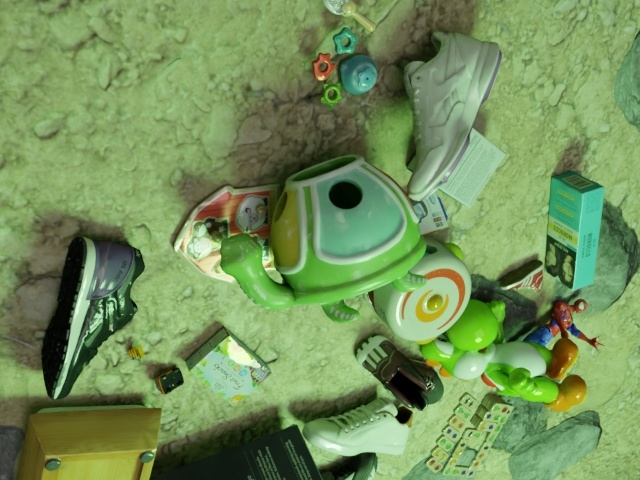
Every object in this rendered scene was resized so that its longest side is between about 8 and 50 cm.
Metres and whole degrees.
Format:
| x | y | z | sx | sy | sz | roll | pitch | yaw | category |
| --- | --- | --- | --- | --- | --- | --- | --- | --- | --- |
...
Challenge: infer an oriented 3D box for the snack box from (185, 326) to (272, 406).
| x | y | z | sx | sy | sz | roll | pitch | yaw | category |
| --- | --- | --- | --- | --- | --- | --- | --- | --- | --- |
| -0.172 | 0.241 | 1.298 | 0.100 | 0.037 | 0.141 | -42 | 127 | -1 | snack box |

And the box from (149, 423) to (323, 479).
| x | y | z | sx | sy | sz | roll | pitch | yaw | category |
| --- | --- | --- | --- | --- | --- | --- | --- | --- | --- |
| -0.127 | 0.579 | 1.295 | 0.312 | 0.343 | 0.179 | -13 | 139 | -21 | box |

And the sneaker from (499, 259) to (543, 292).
| x | y | z | sx | sy | sz | roll | pitch | yaw | category |
| --- | --- | --- | --- | --- | --- | --- | --- | --- | --- |
| 0.458 | 0.098 | 1.550 | 0.118 | 0.042 | 0.067 | -27 | 121 | -16 | sneaker |

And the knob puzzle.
| x | y | z | sx | sy | sz | roll | pitch | yaw | category |
| --- | --- | --- | --- | --- | --- | --- | --- | --- | --- |
| -0.155 | -0.003 | 1.183 | 0.213 | 0.030 | 0.213 | -12 | 121 | -22 | knob puzzle |

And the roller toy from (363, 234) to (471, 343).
| x | y | z | sx | sy | sz | roll | pitch | yaw | category |
| --- | --- | --- | --- | --- | --- | --- | --- | --- | --- |
| 0.189 | 0.094 | 1.341 | 0.191 | 0.146 | 0.209 | 19 | 106 | -33 | roller toy |

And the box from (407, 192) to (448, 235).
| x | y | z | sx | sy | sz | roll | pitch | yaw | category |
| --- | --- | --- | --- | --- | --- | --- | --- | --- | --- |
| 0.183 | -0.047 | 1.311 | 0.136 | 0.028 | 0.081 | -18 | 82 | -17 | box |

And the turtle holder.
| x | y | z | sx | sy | sz | roll | pitch | yaw | category |
| --- | --- | --- | --- | --- | --- | --- | --- | --- | --- |
| 0.008 | -0.008 | 1.163 | 0.320 | 0.243 | 0.228 | -15 | 107 | 12 | turtle holder |

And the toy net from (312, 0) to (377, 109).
| x | y | z | sx | sy | sz | roll | pitch | yaw | category |
| --- | --- | --- | --- | --- | --- | --- | --- | --- | --- |
| 0.030 | -0.335 | 1.097 | 0.122 | 0.045 | 0.232 | -20 | 121 | -15 | toy net |

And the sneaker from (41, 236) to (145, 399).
| x | y | z | sx | sy | sz | roll | pitch | yaw | category |
| --- | --- | --- | --- | --- | --- | --- | --- | --- | --- |
| -0.360 | 0.136 | 1.107 | 0.124 | 0.107 | 0.283 | 9 | 111 | -37 | sneaker |

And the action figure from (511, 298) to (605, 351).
| x | y | z | sx | sy | sz | roll | pitch | yaw | category |
| --- | --- | --- | --- | --- | --- | --- | --- | --- | --- |
| 0.548 | 0.248 | 1.624 | 0.280 | 0.139 | 0.091 | -41 | 127 | -6 | action figure |

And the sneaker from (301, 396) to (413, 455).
| x | y | z | sx | sy | sz | roll | pitch | yaw | category |
| --- | --- | --- | --- | --- | --- | --- | --- | --- | --- |
| 0.086 | 0.390 | 1.485 | 0.290 | 0.106 | 0.123 | 14 | 99 | -41 | sneaker |

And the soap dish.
| x | y | z | sx | sy | sz | roll | pitch | yaw | category |
| --- | --- | --- | --- | --- | --- | --- | --- | --- | --- |
| -0.417 | 0.436 | 1.224 | 0.228 | 0.118 | 0.291 | 6 | 114 | -30 | soap dish |

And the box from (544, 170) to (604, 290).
| x | y | z | sx | sy | sz | roll | pitch | yaw | category |
| --- | --- | --- | --- | --- | --- | --- | --- | --- | --- |
| 0.551 | -0.020 | 1.501 | 0.060 | 0.100 | 0.244 | -17 | 122 | -17 | box |

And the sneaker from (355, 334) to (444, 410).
| x | y | z | sx | sy | sz | roll | pitch | yaw | category |
| --- | --- | --- | --- | --- | --- | --- | --- | --- | --- |
| 0.199 | 0.320 | 1.456 | 0.281 | 0.162 | 0.106 | 35 | 96 | -36 | sneaker |

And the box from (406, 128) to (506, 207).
| x | y | z | sx | sy | sz | roll | pitch | yaw | category |
| --- | --- | --- | --- | --- | --- | --- | --- | --- | --- |
| 0.256 | -0.150 | 1.293 | 0.137 | 0.072 | 0.126 | 27 | 99 | -36 | box |

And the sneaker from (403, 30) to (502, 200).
| x | y | z | sx | sy | sz | roll | pitch | yaw | category |
| --- | --- | --- | --- | --- | --- | --- | --- | --- | --- |
| 0.193 | -0.215 | 1.172 | 0.152 | 0.114 | 0.305 | 22 | 80 | 3 | sneaker |

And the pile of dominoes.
| x | y | z | sx | sy | sz | roll | pitch | yaw | category |
| --- | --- | --- | --- | --- | --- | --- | --- | --- | --- |
| 0.382 | 0.503 | 1.727 | 0.195 | 0.040 | 0.251 | 16 | 107 | -33 | pile of dominoes |

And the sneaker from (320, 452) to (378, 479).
| x | y | z | sx | sy | sz | roll | pitch | yaw | category |
| --- | --- | --- | --- | --- | --- | --- | --- | --- | --- |
| 0.032 | 0.556 | 1.548 | 0.234 | 0.078 | 0.106 | -48 | 115 | -5 | sneaker |

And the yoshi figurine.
| x | y | z | sx | sy | sz | roll | pitch | yaw | category |
| --- | --- | --- | --- | --- | --- | --- | --- | --- | --- |
| 0.398 | 0.232 | 1.473 | 0.362 | 0.203 | 0.203 | 17 | 84 | -10 | yoshi figurine |

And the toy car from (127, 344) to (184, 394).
| x | y | z | sx | sy | sz | roll | pitch | yaw | category |
| --- | --- | --- | --- | --- | --- | --- | --- | --- | --- |
| -0.298 | 0.226 | 1.238 | 0.040 | 0.060 | 0.122 | -16 | 113 | 33 | toy car |
